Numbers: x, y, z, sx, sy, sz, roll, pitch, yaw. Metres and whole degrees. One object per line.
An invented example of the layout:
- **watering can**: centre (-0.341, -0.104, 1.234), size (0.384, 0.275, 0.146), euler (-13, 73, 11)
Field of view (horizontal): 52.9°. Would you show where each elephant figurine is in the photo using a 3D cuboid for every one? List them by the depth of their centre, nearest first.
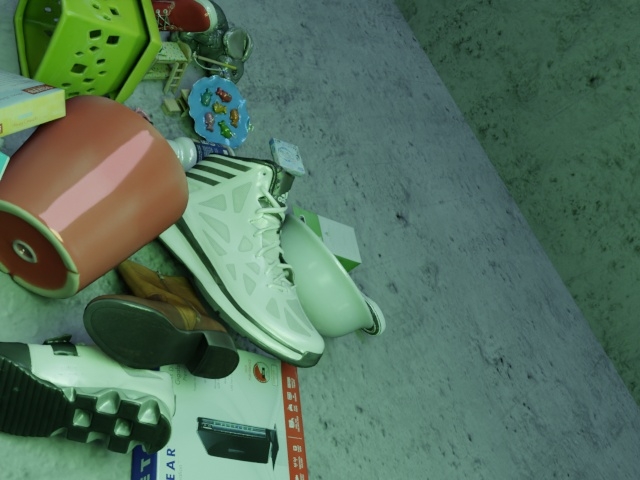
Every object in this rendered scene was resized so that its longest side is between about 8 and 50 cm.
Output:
- **elephant figurine**: centre (-0.253, -0.468, 1.623), size (0.239, 0.186, 0.169), euler (45, 1, -31)

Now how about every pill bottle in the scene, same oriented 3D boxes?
- **pill bottle**: centre (-0.272, -0.171, 1.376), size (0.169, 0.094, 0.094), euler (3, 59, -49)

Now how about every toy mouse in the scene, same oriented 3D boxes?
- **toy mouse**: centre (-0.407, -0.256, 1.345), size (0.161, 0.031, 0.143), euler (16, 50, -42)

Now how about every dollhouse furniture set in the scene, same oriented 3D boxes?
- **dollhouse furniture set**: centre (-0.357, -0.359, 1.426), size (0.182, 0.101, 0.160), euler (-21, 78, -54)

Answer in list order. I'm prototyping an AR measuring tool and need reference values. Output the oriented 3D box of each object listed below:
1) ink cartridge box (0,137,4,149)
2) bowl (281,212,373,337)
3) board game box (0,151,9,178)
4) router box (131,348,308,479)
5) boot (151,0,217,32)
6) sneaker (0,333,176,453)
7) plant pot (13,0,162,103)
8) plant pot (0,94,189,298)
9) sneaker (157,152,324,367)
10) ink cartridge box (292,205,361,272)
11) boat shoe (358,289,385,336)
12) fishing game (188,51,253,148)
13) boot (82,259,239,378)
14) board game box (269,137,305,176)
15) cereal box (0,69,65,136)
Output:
- **ink cartridge box**: centre (-0.653, -0.152, 0.945), size (0.311, 0.065, 0.185), euler (33, 40, -32)
- **bowl**: centre (-0.032, 0.099, 1.348), size (0.297, 0.134, 0.298), euler (52, -10, 13)
- **board game box**: centre (-0.506, 0.066, 0.769), size (0.079, 0.254, 0.335), euler (29, 42, -32)
- **router box**: centre (-0.162, 0.348, 1.084), size (0.301, 0.082, 0.335), euler (22, 46, -38)
- **boot**: centre (-0.361, -0.480, 1.424), size (0.176, 0.244, 0.088), euler (-44, 137, -37)
- **sneaker**: centre (-0.371, 0.201, 0.928), size (0.331, 0.122, 0.146), euler (22, 22, -15)
- **plant pot**: centre (-0.442, -0.405, 1.239), size (0.207, 0.227, 0.228), euler (6, 55, -41)
- **plant pot**: centre (-0.391, -0.056, 1.025), size (0.275, 0.275, 0.243), euler (45, 46, -14)
- **sneaker**: centre (-0.107, 0.005, 1.176), size (0.447, 0.257, 0.169), euler (45, 7, 16)
- **ink cartridge box**: centre (0.000, 0.000, 1.581), size (0.209, 0.062, 0.108), euler (19, 48, -39)
- **boat shoe**: centre (0.064, 0.147, 1.528), size (0.219, 0.078, 0.070), euler (48, 34, 5)
- **fishing game**: centre (-0.227, -0.299, 1.513), size (0.189, 0.041, 0.263), euler (8, 77, -49)
- **boot**: centre (-0.278, 0.090, 1.035), size (0.264, 0.096, 0.280), euler (19, 16, -38)
- **board game box**: centre (-0.087, -0.219, 1.697), size (0.090, 0.020, 0.090), euler (13, 52, -44)
- **cereal box**: centre (-0.526, -0.212, 0.939), size (0.240, 0.047, 0.173), euler (20, 31, 16)
